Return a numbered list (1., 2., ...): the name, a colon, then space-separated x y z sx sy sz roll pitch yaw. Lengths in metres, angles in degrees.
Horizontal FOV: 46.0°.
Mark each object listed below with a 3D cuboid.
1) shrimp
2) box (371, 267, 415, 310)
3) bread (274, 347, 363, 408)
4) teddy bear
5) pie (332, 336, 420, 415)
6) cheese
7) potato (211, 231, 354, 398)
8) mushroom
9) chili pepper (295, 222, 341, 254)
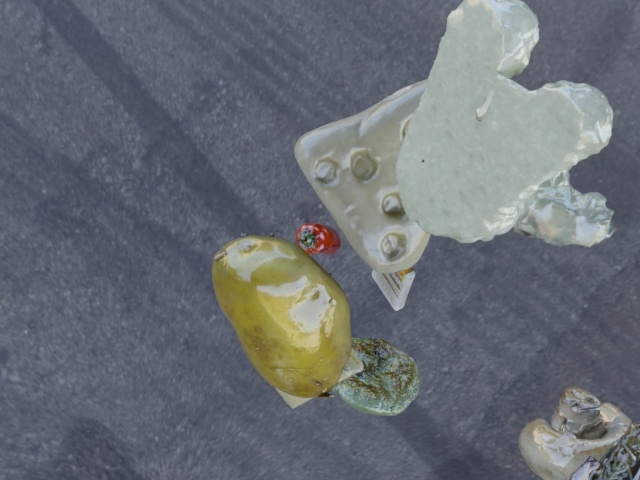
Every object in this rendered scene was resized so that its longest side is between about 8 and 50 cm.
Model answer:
1. shrimp: 0.360 0.309 0.966 0.144 0.052 0.251 30 91 -42
2. box: 0.175 0.082 1.833 0.032 0.220 0.122 -26 68 -14
3. bread: -0.027 0.213 1.324 0.139 0.178 0.060 49 41 0
4. teddy bear: 0.280 -0.141 0.976 0.362 0.375 0.327 -20 67 -34
5. pie: 0.116 0.301 1.693 0.241 0.054 0.240 11 31 -7
6. cheese: 0.165 -0.114 1.441 0.351 0.129 0.328 -25 105 -1
7. potato: -0.044 0.109 1.047 0.173 0.300 0.140 -4 44 17
8. mushroom: 0.569 0.431 1.593 0.254 0.189 0.195 -10 114 -22
9. chili pepper: 0.000 0.000 1.479 0.071 0.272 0.063 2 87 15
